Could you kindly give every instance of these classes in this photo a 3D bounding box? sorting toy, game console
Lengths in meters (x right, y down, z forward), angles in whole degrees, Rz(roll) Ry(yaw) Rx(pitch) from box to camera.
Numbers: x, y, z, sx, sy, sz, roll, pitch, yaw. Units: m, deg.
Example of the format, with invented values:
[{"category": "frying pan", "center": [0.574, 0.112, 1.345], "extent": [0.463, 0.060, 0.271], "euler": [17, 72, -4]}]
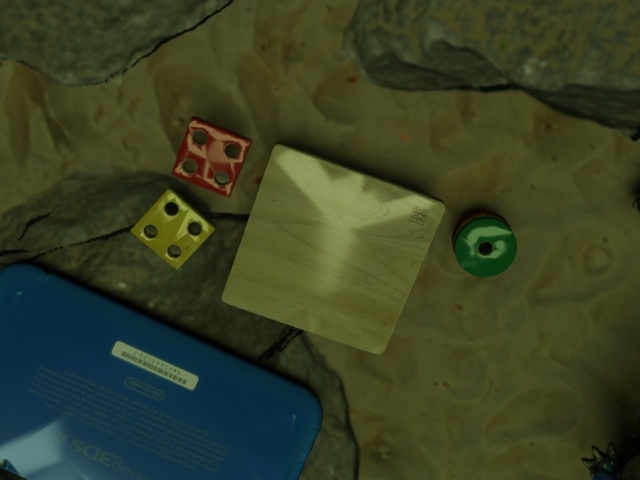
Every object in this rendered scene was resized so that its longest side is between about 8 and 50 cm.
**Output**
[{"category": "sorting toy", "center": [0.000, 0.000, 0.656], "extent": [0.275, 0.046, 0.132], "euler": [19, 109, -4]}, {"category": "game console", "center": [-0.184, 0.193, 0.745], "extent": [0.293, 0.173, 0.250], "euler": [26, 78, -7]}]

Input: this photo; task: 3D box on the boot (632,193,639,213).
[{"category": "boot", "center": [0.362, -0.047, 0.603], "extent": [0.236, 0.085, 0.178], "euler": [27, 111, 0]}]

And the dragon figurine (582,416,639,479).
[{"category": "dragon figurine", "center": [0.288, 0.242, 0.675], "extent": [0.085, 0.144, 0.289], "euler": [-30, 105, 13]}]
